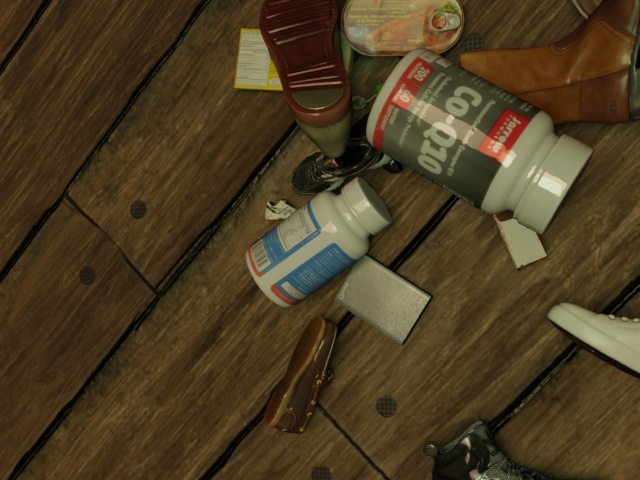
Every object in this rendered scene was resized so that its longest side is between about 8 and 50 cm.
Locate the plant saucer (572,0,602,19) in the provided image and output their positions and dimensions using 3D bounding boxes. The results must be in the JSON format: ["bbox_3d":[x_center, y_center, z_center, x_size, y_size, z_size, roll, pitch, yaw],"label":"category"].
[{"bbox_3d":[0.501,-0.416,1.088,0.311,0.050,0.310,-1,88,20],"label":"plant saucer"}]

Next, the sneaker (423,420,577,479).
[{"bbox_3d":[0.278,0.342,1.130,0.269,0.101,0.153,-13,87,23],"label":"sneaker"}]

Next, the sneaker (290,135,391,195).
[{"bbox_3d":[0.021,-0.124,1.209,0.178,0.077,0.071,-26,84,28],"label":"sneaker"}]

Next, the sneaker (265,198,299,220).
[{"bbox_3d":[-0.056,-0.052,1.302,0.083,0.032,0.036,0,89,20],"label":"sneaker"}]

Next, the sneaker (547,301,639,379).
[{"bbox_3d":[0.467,0.136,1.074,0.290,0.106,0.123,26,88,12],"label":"sneaker"}]

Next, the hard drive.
[{"bbox_3d":[0.100,0.093,1.246,0.135,0.022,0.094,33,101,18],"label":"hard drive"}]

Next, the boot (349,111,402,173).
[{"bbox_3d":[0.065,-0.137,1.251,0.099,0.045,0.121,-34,76,18],"label":"boot"}]

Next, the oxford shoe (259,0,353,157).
[{"bbox_3d":[-0.020,-0.275,1.206,0.123,0.130,0.348,-10,53,5],"label":"oxford shoe"}]

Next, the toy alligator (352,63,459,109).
[{"bbox_3d":[0.126,-0.246,1.225,0.190,0.051,0.056,-15,84,20],"label":"toy alligator"}]

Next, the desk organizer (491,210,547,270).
[{"bbox_3d":[0.292,-0.024,1.162,0.050,0.047,0.130,-25,81,16],"label":"desk organizer"}]

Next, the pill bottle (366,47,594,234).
[{"bbox_3d":[0.221,-0.137,1.082,0.283,0.161,0.161,32,100,16],"label":"pill bottle"}]

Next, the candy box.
[{"bbox_3d":[-0.045,-0.301,1.304,0.206,0.027,0.105,8,88,20],"label":"candy box"}]

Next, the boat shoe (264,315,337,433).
[{"bbox_3d":[-0.019,0.223,1.270,0.073,0.073,0.206,22,103,-18],"label":"boat shoe"}]

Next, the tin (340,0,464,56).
[{"bbox_3d":[0.127,-0.342,1.208,0.190,0.040,0.106,1,104,4],"label":"tin"}]

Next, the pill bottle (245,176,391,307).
[{"bbox_3d":[0.000,0.000,1.231,0.222,0.124,0.124,-35,77,17],"label":"pill bottle"}]

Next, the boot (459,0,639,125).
[{"bbox_3d":[0.338,-0.284,1.105,0.281,0.096,0.264,-4,106,35],"label":"boot"}]
